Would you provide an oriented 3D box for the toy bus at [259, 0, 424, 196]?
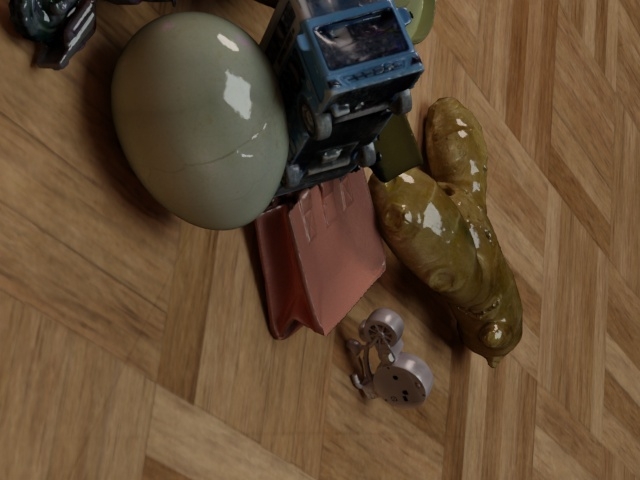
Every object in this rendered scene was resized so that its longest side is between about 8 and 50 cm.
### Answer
[{"bbox_3d":[0.001,-0.137,1.449,0.297,0.106,0.131,125,-54,-69],"label":"toy bus"}]

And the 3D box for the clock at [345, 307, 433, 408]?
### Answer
[{"bbox_3d":[0.074,0.133,1.753,0.041,0.087,0.129,-56,133,-45],"label":"clock"}]

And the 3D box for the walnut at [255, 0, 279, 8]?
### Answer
[{"bbox_3d":[-0.010,-0.367,1.486,0.285,0.285,0.296,25,85,-60],"label":"walnut"}]

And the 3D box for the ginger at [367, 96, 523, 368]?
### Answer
[{"bbox_3d":[0.175,0.025,1.916,0.363,0.122,0.348,-64,134,-71],"label":"ginger"}]

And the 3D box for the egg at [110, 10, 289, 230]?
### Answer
[{"bbox_3d":[-0.102,-0.102,1.371,0.151,0.151,0.209,-64,143,-46],"label":"egg"}]

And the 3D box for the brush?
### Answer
[{"bbox_3d":[0.035,-0.148,1.647,0.123,0.059,0.197,64,-7,-32],"label":"brush"}]

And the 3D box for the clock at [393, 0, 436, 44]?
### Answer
[{"bbox_3d":[0.091,-0.359,1.944,0.235,0.029,0.235,20,67,-62],"label":"clock"}]

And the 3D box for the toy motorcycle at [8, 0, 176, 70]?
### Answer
[{"bbox_3d":[-0.185,-0.220,1.317,0.213,0.082,0.122,-55,134,-37],"label":"toy motorcycle"}]

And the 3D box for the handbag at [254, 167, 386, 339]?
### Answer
[{"bbox_3d":[0.000,0.000,1.662,0.212,0.059,0.157,-45,126,-59],"label":"handbag"}]
